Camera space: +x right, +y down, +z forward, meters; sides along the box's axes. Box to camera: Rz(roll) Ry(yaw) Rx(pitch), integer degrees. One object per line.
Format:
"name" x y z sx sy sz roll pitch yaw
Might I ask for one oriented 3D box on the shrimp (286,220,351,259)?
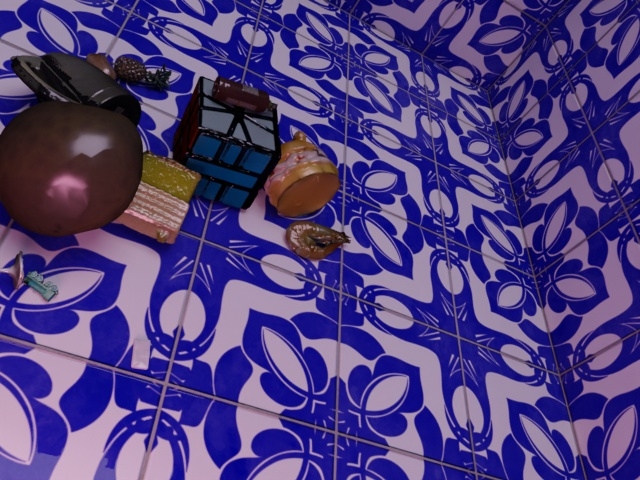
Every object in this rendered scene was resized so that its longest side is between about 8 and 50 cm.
"shrimp" 0.000 0.000 2.054 0.267 0.061 0.145 5 61 -37

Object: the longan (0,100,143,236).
"longan" -0.645 -0.189 1.505 0.336 0.405 0.404 52 31 -35

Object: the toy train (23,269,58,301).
"toy train" -0.701 0.114 1.470 0.092 0.029 0.045 35 57 0

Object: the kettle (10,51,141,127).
"kettle" -0.756 -0.440 1.746 0.324 0.228 0.321 41 14 14

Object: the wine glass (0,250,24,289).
"wine glass" -0.801 0.068 1.374 0.183 0.122 0.122 4 53 -36

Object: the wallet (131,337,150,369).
"wallet" -0.460 0.289 1.502 0.044 0.011 0.083 16 46 -25

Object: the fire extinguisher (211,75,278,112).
"fire extinguisher" -0.230 -0.458 1.866 0.231 0.071 0.099 10 19 -31

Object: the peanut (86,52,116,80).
"peanut" -0.755 -0.588 2.011 0.076 0.076 0.152 -17 68 -43

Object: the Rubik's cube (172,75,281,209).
"Rubik's cube" -0.316 -0.312 1.929 0.289 0.283 0.293 18 46 -25

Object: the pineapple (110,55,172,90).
"pineapple" -0.640 -0.605 2.098 0.221 0.083 0.103 9 50 -33

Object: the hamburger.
"hamburger" -0.083 -0.239 2.054 0.276 0.276 0.236 -6 59 -39

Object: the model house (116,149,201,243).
"model house" -0.480 -0.114 1.717 0.194 0.174 0.234 25 40 -17
